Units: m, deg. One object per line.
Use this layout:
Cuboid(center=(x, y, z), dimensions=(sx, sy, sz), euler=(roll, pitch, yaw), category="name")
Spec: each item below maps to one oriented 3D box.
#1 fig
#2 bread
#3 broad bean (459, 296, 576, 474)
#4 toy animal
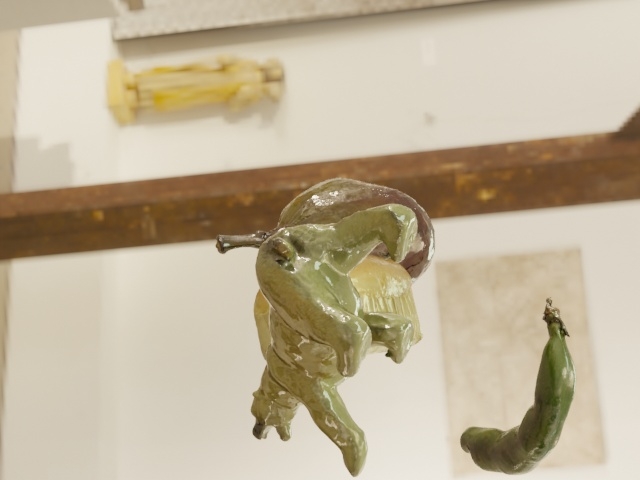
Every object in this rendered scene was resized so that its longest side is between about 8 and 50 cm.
Cuboid(center=(0.000, -0.002, 1.595), dimensions=(0.170, 0.274, 0.145), euler=(5, -86, 54), category="fig")
Cuboid(center=(0.021, 0.073, 1.418), dimensions=(0.236, 0.140, 0.106), euler=(7, 71, -69), category="bread")
Cuboid(center=(0.253, 0.214, 1.683), dimensions=(0.144, 0.049, 0.292), euler=(-106, -151, -43), category="broad bean")
Cuboid(center=(-0.001, 0.065, 0.886), dimensions=(0.218, 0.101, 0.103), euler=(86, 27, -49), category="toy animal")
